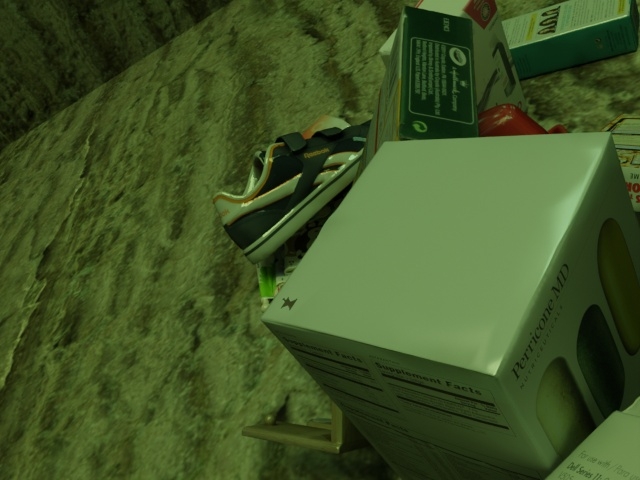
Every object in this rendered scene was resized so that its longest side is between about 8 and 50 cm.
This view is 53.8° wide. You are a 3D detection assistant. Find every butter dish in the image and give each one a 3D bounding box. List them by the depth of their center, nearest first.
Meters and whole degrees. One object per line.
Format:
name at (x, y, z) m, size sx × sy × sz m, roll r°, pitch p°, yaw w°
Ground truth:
butter dish at (0.198, -0.113, 0.755) m, size 0.160 × 0.118 × 0.160 m, roll -42°, pitch 1°, yaw 23°

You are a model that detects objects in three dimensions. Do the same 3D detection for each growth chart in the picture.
growth chart at (0.000, 0.000, 0.939) m, size 0.237 × 0.021 × 0.172 m, roll -32°, pitch 33°, yaw 3°

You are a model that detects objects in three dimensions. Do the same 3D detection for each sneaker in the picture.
sneaker at (-0.018, -0.113, 0.945) m, size 0.321 × 0.127 × 0.126 m, roll -42°, pitch 6°, yaw -18°

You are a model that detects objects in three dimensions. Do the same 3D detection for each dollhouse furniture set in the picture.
dollhouse furniture set at (0.014, 0.127, 0.662) m, size 0.123 × 0.144 × 0.151 m, roll -5°, pitch 81°, yaw 38°

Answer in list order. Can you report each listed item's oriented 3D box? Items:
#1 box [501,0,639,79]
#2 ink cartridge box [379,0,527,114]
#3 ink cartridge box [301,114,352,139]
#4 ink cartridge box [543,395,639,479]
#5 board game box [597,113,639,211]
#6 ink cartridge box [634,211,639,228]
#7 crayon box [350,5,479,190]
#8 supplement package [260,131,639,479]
box at (0.352, -0.310, 0.974) m, size 0.244 × 0.060 × 0.101 m, roll -7°, pitch 43°, yaw 35°
ink cartridge box at (0.188, -0.212, 0.856) m, size 0.092 × 0.218 × 0.159 m, roll 11°, pitch 55°, yaw 41°
ink cartridge box at (0.009, -0.146, 1.089) m, size 0.145 × 0.045 × 0.179 m, roll -44°, pitch 32°, yaw -11°
ink cartridge box at (0.176, 0.236, 0.315) m, size 0.353 × 0.207 × 0.119 m, roll -41°, pitch -3°, yaw -8°
board game box at (0.344, -0.080, 0.626) m, size 0.146 × 0.045 × 0.193 m, roll 13°, pitch 30°, yaw 38°
ink cartridge box at (0.287, -0.011, 0.665) m, size 0.104 × 0.062 × 0.181 m, roll -42°, pitch 34°, yaw -13°
crayon box at (0.093, -0.073, 0.742) m, size 0.083 × 0.323 × 0.203 m, roll 10°, pitch 54°, yaw -4°
supplement package at (0.135, 0.080, 0.506) m, size 0.198 × 0.263 × 0.199 m, roll 6°, pitch 52°, yaw 45°
